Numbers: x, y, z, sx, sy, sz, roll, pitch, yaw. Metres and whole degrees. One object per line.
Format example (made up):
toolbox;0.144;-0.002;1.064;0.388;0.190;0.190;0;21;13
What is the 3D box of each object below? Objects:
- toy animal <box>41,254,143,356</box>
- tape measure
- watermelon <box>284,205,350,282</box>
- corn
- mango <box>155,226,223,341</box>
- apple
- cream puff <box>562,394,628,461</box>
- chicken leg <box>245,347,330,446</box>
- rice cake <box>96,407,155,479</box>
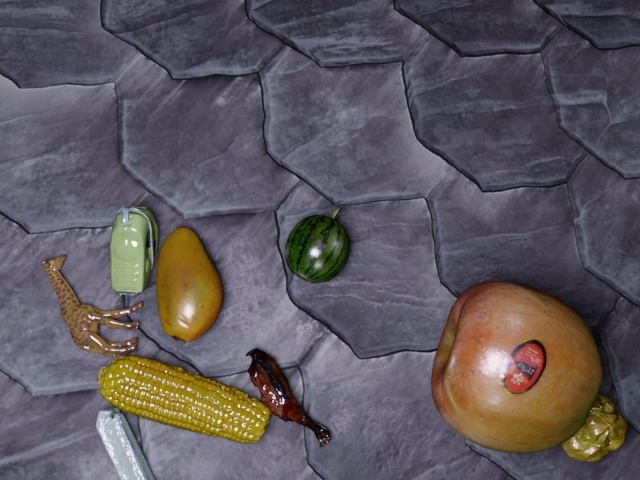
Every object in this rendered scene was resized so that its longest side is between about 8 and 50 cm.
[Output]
toy animal;-0.495;0.146;1.373;0.275;0.054;0.149;30;73;4
tape measure;-0.393;0.006;1.364;0.087;0.154;0.178;6;106;0
watermelon;0.000;0.000;1.409;0.140;0.141;0.187;23;75;1
corn;-0.276;0.321;1.316;0.363;0.120;0.121;17;75;-4
mango;-0.279;0.089;1.377;0.138;0.113;0.254;-8;70;-3
apple;0.389;0.254;1.280;0.304;0.338;0.339;19;75;4
cream puff;0.575;0.397;1.363;0.121;0.156;0.156;23;74;19
chicken leg;-0.070;0.330;1.343;0.051;0.106;0.253;-39;87;15
rice cake;-0.361;0.488;1.290;0.062;0.066;0.337;-24;78;-10
